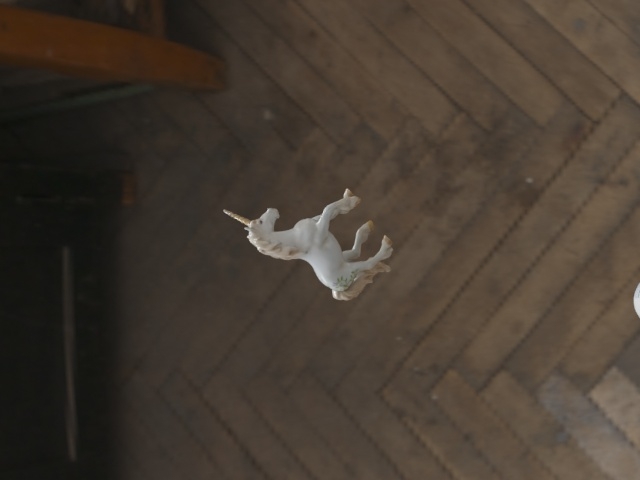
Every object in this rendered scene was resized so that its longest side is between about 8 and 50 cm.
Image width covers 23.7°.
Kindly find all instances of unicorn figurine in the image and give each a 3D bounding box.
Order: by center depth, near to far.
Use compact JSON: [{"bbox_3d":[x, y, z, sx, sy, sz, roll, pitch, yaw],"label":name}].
[{"bbox_3d":[0.000,0.000,1.531,0.111,0.060,0.162,-40,108,-4],"label":"unicorn figurine"}]

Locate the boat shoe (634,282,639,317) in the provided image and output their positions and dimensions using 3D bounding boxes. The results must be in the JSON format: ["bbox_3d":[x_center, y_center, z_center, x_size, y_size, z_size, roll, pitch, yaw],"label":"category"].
[{"bbox_3d":[0.358,0.090,1.334,0.184,0.063,0.066,43,81,-12],"label":"boat shoe"}]
